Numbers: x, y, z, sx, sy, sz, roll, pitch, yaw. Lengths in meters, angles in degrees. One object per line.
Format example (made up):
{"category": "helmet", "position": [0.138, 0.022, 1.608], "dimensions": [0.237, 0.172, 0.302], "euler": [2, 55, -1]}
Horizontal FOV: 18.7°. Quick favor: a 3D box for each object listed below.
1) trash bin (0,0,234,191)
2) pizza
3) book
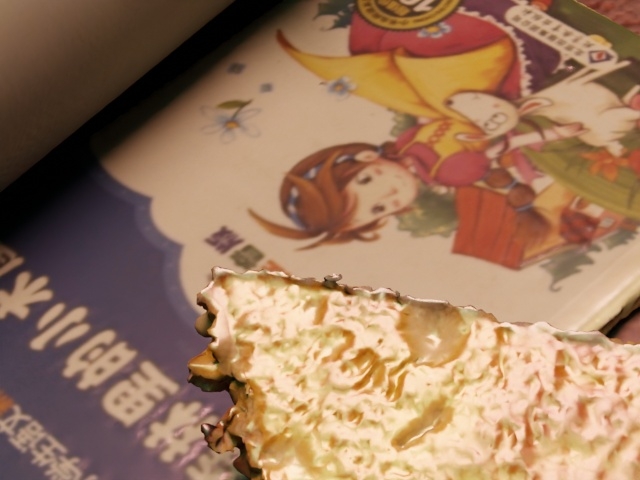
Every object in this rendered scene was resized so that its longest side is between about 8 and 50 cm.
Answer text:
{"category": "trash bin", "position": [-0.145, -0.144, 0.774], "dimensions": [0.277, 0.217, 0.262], "euler": [25, 56, 37]}
{"category": "pizza", "position": [0.040, 0.075, 0.629], "dimensions": [0.201, 0.053, 0.193], "euler": [-36, 68, -12]}
{"category": "book", "position": [0.000, 0.000, 0.746], "dimensions": [0.322, 0.018, 0.228], "euler": [-39, 51, -23]}
